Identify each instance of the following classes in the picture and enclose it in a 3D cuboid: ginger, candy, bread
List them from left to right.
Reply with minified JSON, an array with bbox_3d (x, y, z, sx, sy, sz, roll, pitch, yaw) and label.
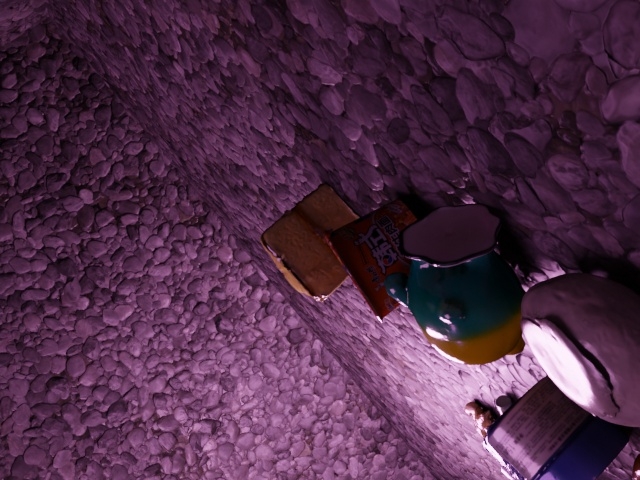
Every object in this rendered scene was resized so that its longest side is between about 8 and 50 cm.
[{"bbox_3d":[0.000,0.000,1.689,0.236,0.263,0.198,55,159,-19],"label":"bread"},{"bbox_3d":[0.543,0.611,2.035,0.133,0.059,0.214,30,154,57],"label":"ginger"},{"bbox_3d":[0.472,0.175,1.032,0.296,0.185,0.295,57,177,4],"label":"candy"}]

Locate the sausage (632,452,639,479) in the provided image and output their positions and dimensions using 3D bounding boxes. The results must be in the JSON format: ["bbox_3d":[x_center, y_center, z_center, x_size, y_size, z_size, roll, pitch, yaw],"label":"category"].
[{"bbox_3d":[0.733,0.523,1.336,0.102,0.076,0.302,21,150,43],"label":"sausage"}]

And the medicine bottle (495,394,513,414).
[{"bbox_3d":[0.543,0.493,1.794,0.047,0.047,0.083,24,150,54],"label":"medicine bottle"}]

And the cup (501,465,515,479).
[{"bbox_3d":[0.662,0.728,1.834,0.299,0.168,0.173,27,179,-18],"label":"cup"}]

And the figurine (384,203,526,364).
[{"bbox_3d":[0.293,0.114,1.244,0.323,0.231,0.340,-6,128,27],"label":"figurine"}]

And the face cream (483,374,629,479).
[{"bbox_3d":[0.530,0.459,1.411,0.225,0.249,0.249,45,164,28],"label":"face cream"}]

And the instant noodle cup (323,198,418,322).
[{"bbox_3d":[0.149,0.034,1.417,0.250,0.192,0.250,56,180,0],"label":"instant noodle cup"}]
